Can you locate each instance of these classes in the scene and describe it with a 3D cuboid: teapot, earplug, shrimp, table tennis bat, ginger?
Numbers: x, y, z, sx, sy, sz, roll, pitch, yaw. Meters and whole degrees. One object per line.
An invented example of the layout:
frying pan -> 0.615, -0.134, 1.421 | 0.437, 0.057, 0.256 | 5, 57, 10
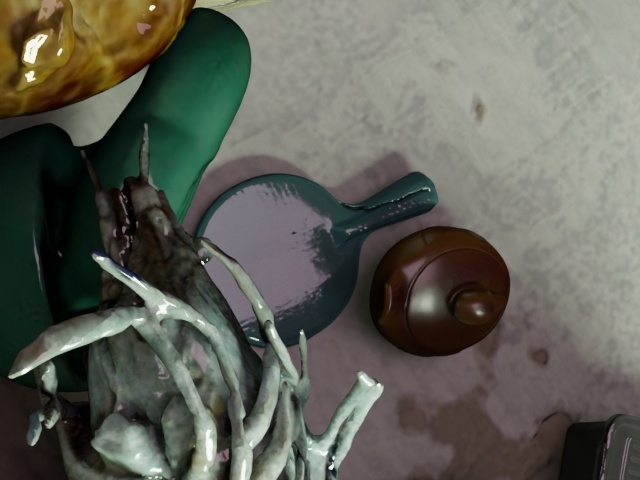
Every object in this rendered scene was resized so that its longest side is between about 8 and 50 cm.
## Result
teapot -> 0.089, 0.041, 0.953 | 0.129, 0.078, 0.098 | 3, 105, -36
earplug -> -0.164, -0.031, 0.815 | 0.280, 0.164, 0.257 | -15, 66, -2
shrimp -> -0.060, 0.148, 0.659 | 0.221, 0.166, 0.410 | -16, 97, 7
table tennis bat -> 0.000, 0.000, 0.957 | 0.201, 0.033, 0.124 | -26, 98, -22
ginger -> -0.209, -0.134, 0.745 | 0.357, 0.274, 0.152 | -29, 106, -17

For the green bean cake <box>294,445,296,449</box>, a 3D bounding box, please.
green bean cake -> -0.140, 0.238, 0.776 | 0.310, 0.202, 0.285 | -12, 88, -25

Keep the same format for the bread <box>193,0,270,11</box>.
bread -> -0.101, -0.192, 0.934 | 0.154, 0.028, 0.068 | -16, 91, -26

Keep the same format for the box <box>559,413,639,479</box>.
box -> 0.247, 0.183, 1.027 | 0.122, 0.069, 0.084 | 16, 80, -21
